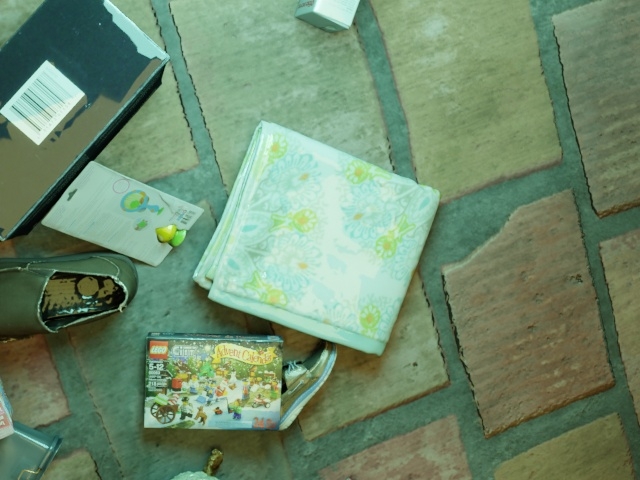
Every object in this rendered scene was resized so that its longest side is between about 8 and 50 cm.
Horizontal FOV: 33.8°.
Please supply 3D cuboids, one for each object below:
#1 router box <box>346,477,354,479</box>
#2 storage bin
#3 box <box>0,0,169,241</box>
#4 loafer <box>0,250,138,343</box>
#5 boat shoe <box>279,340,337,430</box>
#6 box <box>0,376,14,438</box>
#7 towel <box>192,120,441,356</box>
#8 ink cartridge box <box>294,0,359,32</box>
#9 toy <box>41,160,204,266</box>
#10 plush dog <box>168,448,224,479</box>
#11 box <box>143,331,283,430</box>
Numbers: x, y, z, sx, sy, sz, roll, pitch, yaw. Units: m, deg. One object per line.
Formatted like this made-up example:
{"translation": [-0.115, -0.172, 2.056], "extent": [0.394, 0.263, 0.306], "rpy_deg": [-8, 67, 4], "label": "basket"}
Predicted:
{"translation": [0.097, 0.660, 1.960], "extent": [0.301, 0.082, 0.336], "rpy_deg": [32, 87, -19], "label": "router box"}
{"translation": [-0.498, 0.367, 1.729], "extent": [0.091, 0.098, 0.135], "rpy_deg": [31, 88, -9], "label": "storage bin"}
{"translation": [-0.403, -0.184, 1.551], "extent": [0.179, 0.312, 0.343], "rpy_deg": [42, 84, -8], "label": "box"}
{"translation": [-0.467, 0.090, 1.674], "extent": [0.365, 0.130, 0.134], "rpy_deg": [-14, 102, -15], "label": "loafer"}
{"translation": [-0.041, 0.248, 1.866], "extent": [0.066, 0.066, 0.183], "rpy_deg": [36, 86, -17], "label": "boat shoe"}
{"translation": [-0.623, 0.283, 1.654], "extent": [0.256, 0.128, 0.123], "rpy_deg": [-22, 104, -13], "label": "box"}
{"translation": [0.000, 0.000, 1.833], "extent": [0.374, 0.090, 0.321], "rpy_deg": [21, 92, -19], "label": "towel"}
{"translation": [0.030, -0.445, 1.758], "extent": [0.072, 0.127, 0.175], "rpy_deg": [19, 91, -18], "label": "ink cartridge box"}
{"translation": [-0.320, -0.050, 1.708], "extent": [0.237, 0.056, 0.137], "rpy_deg": [26, 113, -41], "label": "toy"}
{"translation": [-0.197, 0.477, 1.764], "extent": [0.262, 0.225, 0.211], "rpy_deg": [33, 87, -19], "label": "plush dog"}
{"translation": [-0.183, 0.242, 1.807], "extent": [0.233, 0.044, 0.159], "rpy_deg": [2, 98, -5], "label": "box"}
